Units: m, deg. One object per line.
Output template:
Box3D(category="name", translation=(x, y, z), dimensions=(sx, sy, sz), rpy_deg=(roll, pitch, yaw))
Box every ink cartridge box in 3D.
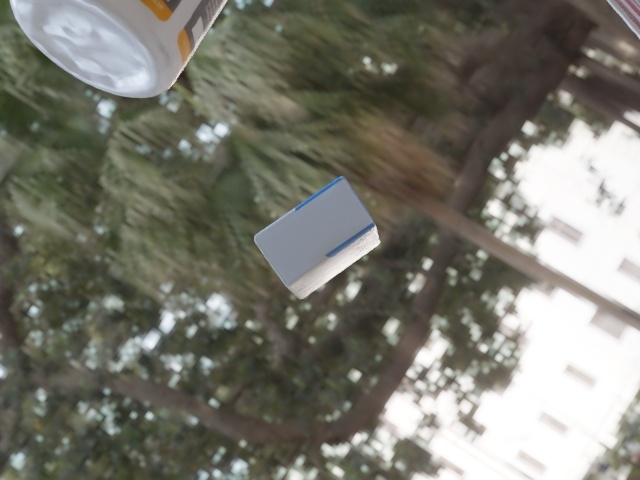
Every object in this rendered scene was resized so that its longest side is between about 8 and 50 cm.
Box3D(category="ink cartridge box", translation=(0.000, 0.000, 1.174), dimensions=(0.088, 0.052, 0.122), rpy_deg=(-35, -7, 0))

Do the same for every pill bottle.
Box3D(category="pill bottle", translation=(-0.136, -0.275, 1.240), dimensions=(0.162, 0.162, 0.278), rpy_deg=(92, -156, -63))

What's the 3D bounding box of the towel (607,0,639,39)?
Box3D(category="towel", translation=(0.356, -0.252, 1.557), dimensions=(0.029, 0.144, 0.197), rpy_deg=(-44, -2, 29))
